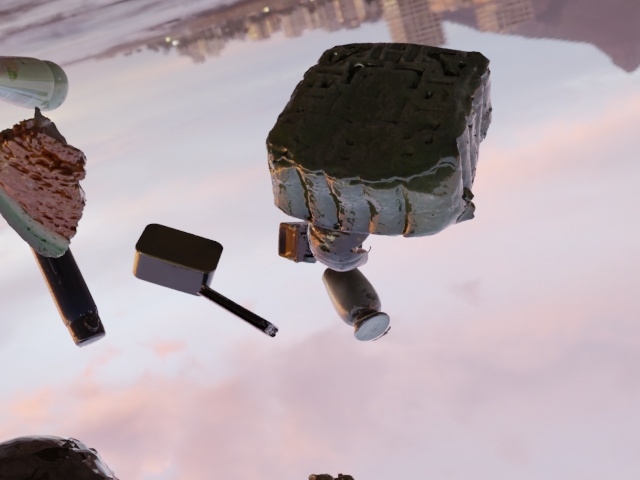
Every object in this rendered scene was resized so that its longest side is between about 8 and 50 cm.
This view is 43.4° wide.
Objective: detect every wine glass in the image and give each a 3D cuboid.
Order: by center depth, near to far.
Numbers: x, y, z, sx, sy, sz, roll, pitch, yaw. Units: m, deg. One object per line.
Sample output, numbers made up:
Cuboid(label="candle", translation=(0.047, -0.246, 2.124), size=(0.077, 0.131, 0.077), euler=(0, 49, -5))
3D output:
Cuboid(label="wine glass", translation=(0.083, 0.142, 1.950), size=(0.111, 0.111, 0.204), euler=(-21, -127, -14))

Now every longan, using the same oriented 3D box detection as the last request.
Cuboid(label="longan", translation=(-0.501, 0.534, 1.440), size=(0.391, 0.391, 0.391), euler=(-16, -164, 5))

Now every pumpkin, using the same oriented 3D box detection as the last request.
Cuboid(label="pumpkin", translation=(0.034, -0.020, 1.391), size=(0.119, 0.183, 0.107), euler=(28, -143, 28))

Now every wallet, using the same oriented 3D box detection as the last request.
Cuboid(label="wallet", translation=(-0.191, 0.161, 1.849), size=(0.031, 0.198, 0.110), euler=(-60, 168, -7))

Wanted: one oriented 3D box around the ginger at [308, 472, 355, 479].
Cuboid(label="ginger", translation=(0.060, 0.635, 2.009), size=(0.204, 0.104, 0.080), euler=(12, 139, -28))

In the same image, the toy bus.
Cuboid(label="toy bus", translation=(0.000, 0.000, 1.822), size=(0.182, 0.091, 0.103), euler=(-3, -169, -36))

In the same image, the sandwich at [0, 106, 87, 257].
Cuboid(label="sandwich", translation=(-0.371, -0.083, 1.100), size=(0.160, 0.185, 0.109), euler=(-23, -150, 24))

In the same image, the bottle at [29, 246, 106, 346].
Cuboid(label="bottle", translation=(-0.497, 0.095, 1.589), size=(0.072, 0.244, 0.082), euler=(-15, 159, -41))

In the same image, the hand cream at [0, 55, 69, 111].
Cuboid(label="hand cream", translation=(-0.548, -0.268, 1.334), size=(0.147, 0.093, 0.306), euler=(16, -169, 20))

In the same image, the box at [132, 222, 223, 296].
Cuboid(label="box", translation=(-0.349, 0.049, 1.960), size=(0.201, 0.090, 0.144), euler=(16, -149, -5))

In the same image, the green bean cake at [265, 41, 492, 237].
Cuboid(label="green bean cake", translation=(0.071, -0.111, 0.873), size=(0.222, 0.125, 0.227), euler=(10, -128, 19))
